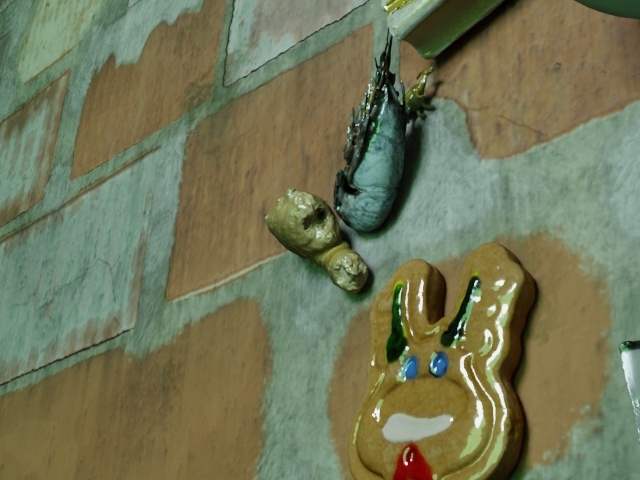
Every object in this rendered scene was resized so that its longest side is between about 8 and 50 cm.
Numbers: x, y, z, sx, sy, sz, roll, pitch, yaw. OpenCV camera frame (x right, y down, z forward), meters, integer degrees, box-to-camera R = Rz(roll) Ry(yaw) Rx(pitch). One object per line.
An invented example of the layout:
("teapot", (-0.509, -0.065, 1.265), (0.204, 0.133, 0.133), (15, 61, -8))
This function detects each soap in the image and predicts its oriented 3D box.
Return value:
("soap", (0.185, -0.353, 1.165), (0.274, 0.089, 0.173), (-38, 43, 29))

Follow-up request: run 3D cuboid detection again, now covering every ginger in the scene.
("ginger", (-0.002, -0.007, 1.186), (0.067, 0.096, 0.165), (-30, 41, -26))

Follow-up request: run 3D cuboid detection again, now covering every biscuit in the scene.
("biscuit", (0.107, 0.163, 0.995), (0.202, 0.047, 0.333), (-11, 62, 46))

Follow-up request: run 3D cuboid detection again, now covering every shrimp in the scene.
("shrimp", (0.064, -0.123, 1.164), (0.079, 0.090, 0.232), (17, 103, 40))

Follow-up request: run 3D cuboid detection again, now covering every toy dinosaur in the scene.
("toy dinosaur", (0.104, -0.151, 1.199), (0.113, 0.026, 0.041), (-59, 41, 29))

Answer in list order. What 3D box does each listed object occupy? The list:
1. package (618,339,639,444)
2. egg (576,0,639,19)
("package", (0.351, 0.131, 0.728), (0.251, 0.062, 0.203), (-20, 54, 26))
("egg", (0.337, -0.336, 0.826), (0.389, 0.276, 0.276), (-31, 48, 31))
